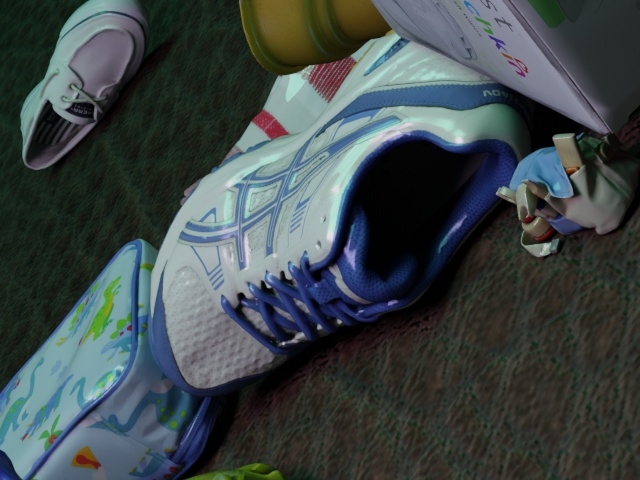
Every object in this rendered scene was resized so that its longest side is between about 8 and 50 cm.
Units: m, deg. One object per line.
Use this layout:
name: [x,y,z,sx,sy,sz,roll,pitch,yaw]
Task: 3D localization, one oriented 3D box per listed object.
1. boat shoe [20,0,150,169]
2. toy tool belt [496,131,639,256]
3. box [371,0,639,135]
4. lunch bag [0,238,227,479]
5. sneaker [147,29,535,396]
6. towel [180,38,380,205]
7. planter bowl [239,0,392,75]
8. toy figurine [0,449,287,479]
boat shoe: [-0.223,-0.142,1.843,0.226,0.083,0.075,130,150,-50]
toy tool belt: [0.112,-0.028,0.937,0.083,0.051,0.052,-25,38,56]
box: [0.144,-0.200,0.919,0.262,0.127,0.231,-44,27,-3]
lunch bag: [-0.149,0.115,1.260,0.219,0.090,0.176,-48,23,23]
sneaker: [0.000,0.000,1.065,0.296,0.112,0.131,-47,23,27]
towel: [0.029,-0.115,1.276,0.329,0.037,0.237,-55,21,4]
planter bowl: [0.042,-0.189,1.121,0.217,0.090,0.217,-53,-26,-42]
toy figurine: [-0.204,0.211,1.064,0.362,0.217,0.191,-38,28,42]
